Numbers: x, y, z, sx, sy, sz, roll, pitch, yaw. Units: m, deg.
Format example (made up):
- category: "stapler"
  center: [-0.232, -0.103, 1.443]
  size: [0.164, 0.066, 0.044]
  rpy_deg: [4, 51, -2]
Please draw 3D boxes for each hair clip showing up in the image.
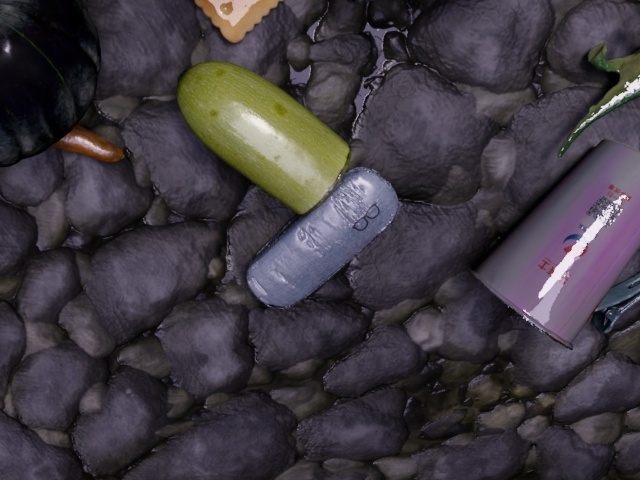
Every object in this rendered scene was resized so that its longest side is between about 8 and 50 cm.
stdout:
- category: "hair clip"
  center: [0.586, 0.052, 0.937]
  size: [0.275, 0.048, 0.083]
  rpy_deg: [-43, 109, 8]

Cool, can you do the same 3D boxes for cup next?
- category: "cup"
  center: [0.401, 0.000, 0.824]
  size: [0.203, 0.203, 0.288]
  rpy_deg: [32, 101, -18]

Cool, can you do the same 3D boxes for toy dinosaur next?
- category: "toy dinosaur"
  center: [0.565, -0.263, 0.776]
  size: [0.301, 0.087, 0.447]
  rpy_deg: [26, 111, -23]

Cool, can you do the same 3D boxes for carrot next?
- category: "carrot"
  center: [-0.384, -0.154, 0.746]
  size: [0.210, 0.061, 0.061]
  rpy_deg: [17, 111, -18]

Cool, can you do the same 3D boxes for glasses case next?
- category: "glasses case"
  center: [0.000, 0.000, 0.840]
  size: [0.282, 0.067, 0.109]
  rpy_deg: [-42, 109, 11]

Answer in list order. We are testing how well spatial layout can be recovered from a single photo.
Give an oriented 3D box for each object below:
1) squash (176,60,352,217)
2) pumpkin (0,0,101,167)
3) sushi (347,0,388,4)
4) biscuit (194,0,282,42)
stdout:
- category: "squash"
  center: [-0.089, -0.151, 0.729]
  size: [0.247, 0.132, 0.132]
  rpy_deg: [34, 107, -19]
- category: "pumpkin"
  center: [-0.395, -0.234, 0.576]
  size: [0.296, 0.295, 0.295]
  rpy_deg: [-2, 114, -4]
- category: "sushi"
  center: [0.123, -0.391, 0.591]
  size: [0.225, 0.238, 0.218]
  rpy_deg: [1, 111, 33]
- category: "biscuit"
  center: [-0.075, -0.394, 0.676]
  size: [0.250, 0.030, 0.160]
  rpy_deg: [-38, 112, 11]
